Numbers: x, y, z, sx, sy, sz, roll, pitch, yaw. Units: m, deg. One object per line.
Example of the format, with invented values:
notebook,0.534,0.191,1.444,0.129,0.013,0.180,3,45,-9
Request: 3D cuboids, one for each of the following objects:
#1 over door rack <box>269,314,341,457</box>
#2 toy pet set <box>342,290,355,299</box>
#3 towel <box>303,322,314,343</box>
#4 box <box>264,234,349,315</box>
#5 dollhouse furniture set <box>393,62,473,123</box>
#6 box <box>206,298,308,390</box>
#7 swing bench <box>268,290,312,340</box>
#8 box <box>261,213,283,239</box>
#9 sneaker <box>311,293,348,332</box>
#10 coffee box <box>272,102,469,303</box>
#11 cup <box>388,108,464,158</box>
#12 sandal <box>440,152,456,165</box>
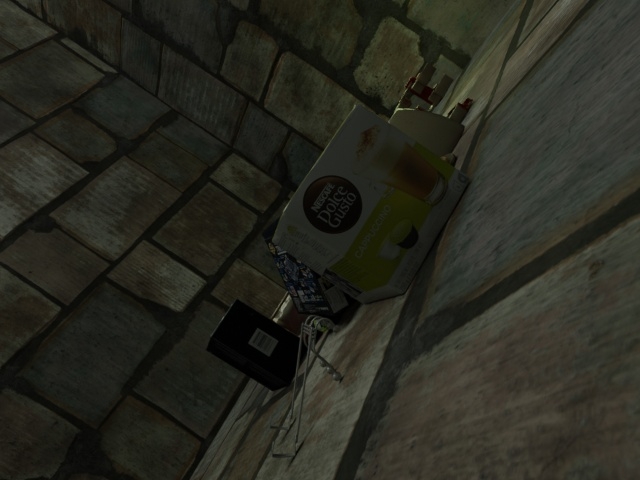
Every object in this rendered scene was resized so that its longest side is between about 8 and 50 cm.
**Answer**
over door rack,-0.029,0.354,1.147,0.239,0.108,0.325,133,157,-79
toy pet set,0.113,0.137,1.528,0.122,0.065,0.114,-57,2,-31
towel,0.016,0.265,1.762,0.275,0.031,0.199,-59,-7,-3
box,-0.055,0.099,1.482,0.073,0.294,0.295,-25,3,-25
dollhouse furniture set,0.452,-0.556,1.801,0.135,0.259,0.262,-59,3,-15
box,-0.258,0.424,1.814,0.179,0.343,0.312,-59,4,-28
swing bench,-0.095,0.307,1.929,0.253,0.165,0.255,-57,-7,-27
box,0.000,0.000,1.633,0.211,0.294,0.395,-31,0,-30
sneaker,0.061,0.224,1.588,0.097,0.084,0.235,-12,41,54
coffee box,0.105,-0.073,1.195,0.338,0.334,0.338,-57,2,-14
cup,0.335,-0.354,1.705,0.331,0.236,0.331,-56,2,3
sandal,0.370,-0.223,1.394,0.072,0.049,0.180,-54,3,42
